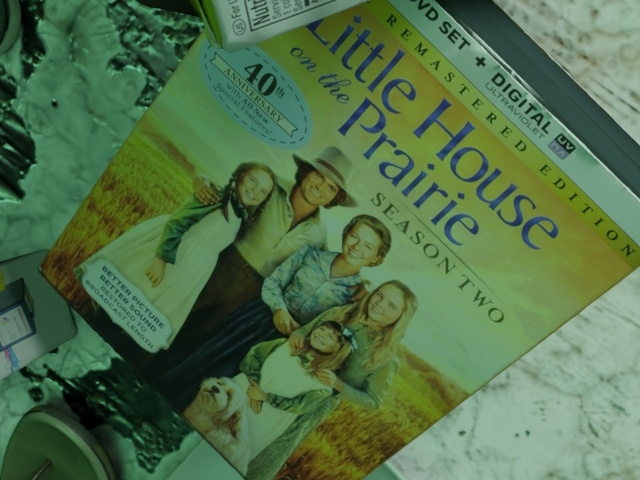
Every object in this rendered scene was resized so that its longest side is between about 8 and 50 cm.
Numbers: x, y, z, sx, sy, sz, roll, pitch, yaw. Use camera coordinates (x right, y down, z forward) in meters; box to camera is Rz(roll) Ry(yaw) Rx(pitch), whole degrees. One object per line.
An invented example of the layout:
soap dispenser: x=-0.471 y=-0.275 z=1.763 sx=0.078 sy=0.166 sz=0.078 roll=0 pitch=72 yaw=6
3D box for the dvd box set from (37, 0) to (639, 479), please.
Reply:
dvd box set: x=0.000 y=0.000 z=0.787 sx=0.307 sy=0.062 sz=0.420 roll=45 pitch=128 yaw=1

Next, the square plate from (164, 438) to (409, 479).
square plate: x=-0.012 y=0.325 z=0.994 sx=0.344 sy=0.049 sz=0.347 roll=43 pitch=111 yaw=4

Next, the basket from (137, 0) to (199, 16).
basket: x=-0.025 y=-0.228 z=0.808 sx=0.227 sy=0.154 sz=0.204 roll=7 pitch=135 yaw=22

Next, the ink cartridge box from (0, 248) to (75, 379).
ink cartridge box: x=-0.334 y=0.086 z=0.947 sx=0.154 sy=0.212 sz=0.093 roll=-14 pitch=96 yaw=21

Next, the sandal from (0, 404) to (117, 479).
sandal: x=-0.284 y=0.291 z=1.048 sx=0.120 sy=0.086 sz=0.303 roll=30 pitch=110 yaw=8

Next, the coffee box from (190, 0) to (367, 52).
coffee box: x=0.011 y=-0.366 z=0.544 sx=0.334 sy=0.338 sz=0.338 roll=-23 pitch=54 yaw=-8

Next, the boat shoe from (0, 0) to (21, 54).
boat shoe: x=-0.360 y=-0.296 z=0.919 sx=0.116 sy=0.099 sz=0.319 roll=-25 pitch=95 yaw=21
